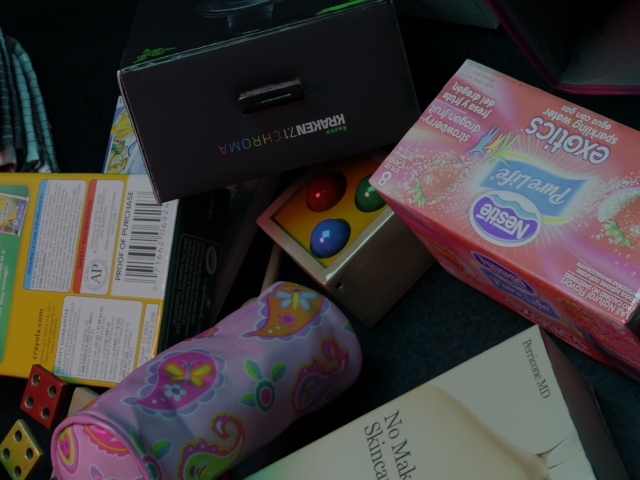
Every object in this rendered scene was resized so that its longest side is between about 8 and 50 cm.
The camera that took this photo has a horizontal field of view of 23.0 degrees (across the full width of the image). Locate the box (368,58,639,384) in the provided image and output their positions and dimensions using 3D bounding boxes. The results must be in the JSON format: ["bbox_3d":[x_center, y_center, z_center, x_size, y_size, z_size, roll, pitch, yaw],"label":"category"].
[{"bbox_3d":[0.203,-0.010,1.251,0.142,0.154,0.300,-51,44,-7],"label":"box"}]

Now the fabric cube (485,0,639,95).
[{"bbox_3d":[0.294,-0.299,1.332,0.259,0.254,0.258,5,62,40],"label":"fabric cube"}]

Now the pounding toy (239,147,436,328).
[{"bbox_3d":[-0.009,0.000,1.445,0.206,0.094,0.181,-46,43,-2],"label":"pounding toy"}]

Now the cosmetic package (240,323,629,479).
[{"bbox_3d":[0.075,0.215,1.203,0.309,0.113,0.160,-31,44,15],"label":"cosmetic package"}]

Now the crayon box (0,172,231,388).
[{"bbox_3d":[-0.247,0.038,1.543,0.323,0.083,0.203,3,81,34],"label":"crayon box"}]

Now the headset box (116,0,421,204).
[{"bbox_3d":[-0.046,-0.158,1.444,0.246,0.131,0.283,-14,21,4],"label":"headset box"}]

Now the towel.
[{"bbox_3d":[-0.443,-0.111,1.840,0.235,0.121,0.283,-33,44,13],"label":"towel"}]

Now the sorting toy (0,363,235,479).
[{"bbox_3d":[-0.185,0.213,1.420,0.274,0.046,0.132,24,102,37],"label":"sorting toy"}]

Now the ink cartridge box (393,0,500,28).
[{"bbox_3d":[0.126,-0.290,1.584,0.175,0.072,0.127,18,69,44],"label":"ink cartridge box"}]

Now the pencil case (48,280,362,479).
[{"bbox_3d":[-0.090,0.138,1.295,0.124,0.124,0.284,4,25,39],"label":"pencil case"}]

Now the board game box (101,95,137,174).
[{"bbox_3d":[-0.141,-0.122,1.675,0.201,0.035,0.136,-18,49,30],"label":"board game box"}]

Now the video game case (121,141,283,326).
[{"bbox_3d":[-0.143,-0.018,1.574,0.193,0.023,0.212,20,84,41],"label":"video game case"}]
